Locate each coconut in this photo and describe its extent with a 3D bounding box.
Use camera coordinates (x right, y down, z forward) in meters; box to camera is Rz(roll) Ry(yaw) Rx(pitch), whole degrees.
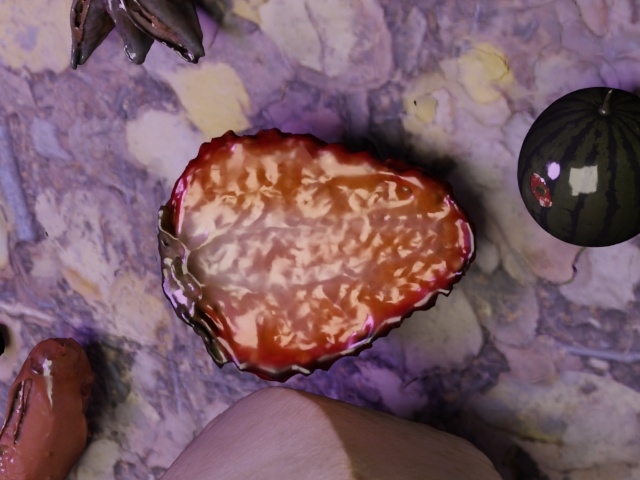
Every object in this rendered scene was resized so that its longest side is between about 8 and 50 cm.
[{"bbox_3d":[-0.013,0.254,1.325,0.329,0.329,0.328,13,120,24],"label":"coconut"}]

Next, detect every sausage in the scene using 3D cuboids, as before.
[{"bbox_3d":[-0.273,0.203,1.602,0.087,0.079,0.326,32,128,-6],"label":"sausage"}]

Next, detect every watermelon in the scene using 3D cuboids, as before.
[{"bbox_3d":[0.185,-0.057,1.183,0.105,0.105,0.133,26,144,17],"label":"watermelon"}]

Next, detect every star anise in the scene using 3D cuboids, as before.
[{"bbox_3d":[-0.151,-0.215,1.333,0.182,0.065,0.195,-17,109,40],"label":"star anise"}]

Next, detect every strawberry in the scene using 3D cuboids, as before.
[{"bbox_3d":[0.000,0.000,1.337,0.236,0.111,0.190,-7,101,8],"label":"strawberry"}]

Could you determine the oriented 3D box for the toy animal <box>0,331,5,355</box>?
[{"bbox_3d":[-0.338,0.088,1.602,0.108,0.062,0.220,13,123,45],"label":"toy animal"}]
